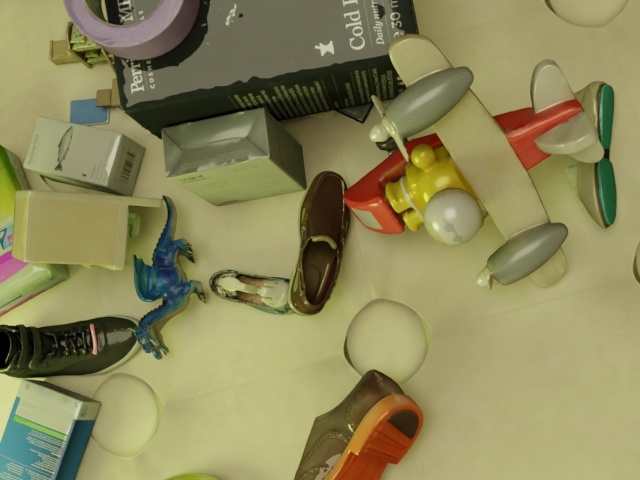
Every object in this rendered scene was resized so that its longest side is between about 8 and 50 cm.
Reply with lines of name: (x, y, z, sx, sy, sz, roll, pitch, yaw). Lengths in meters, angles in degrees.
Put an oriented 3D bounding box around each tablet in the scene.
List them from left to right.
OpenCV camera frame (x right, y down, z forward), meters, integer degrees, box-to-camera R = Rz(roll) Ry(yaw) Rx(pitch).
tablet: (-0.446, -0.249, 1.888, 0.083, 0.006, 0.054, -4, 79, 14)

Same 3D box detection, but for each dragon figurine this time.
dragon figurine: (-0.290, 0.062, 1.732, 0.144, 0.085, 0.289, -15, 84, -9)

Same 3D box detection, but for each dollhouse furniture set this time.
dollhouse furniture set: (-0.445, -0.325, 1.846, 0.182, 0.101, 0.161, -4, 76, 14)

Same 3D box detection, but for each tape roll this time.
tape roll: (-0.279, -0.368, 1.445, 0.189, 0.080, 0.189, 0, 86, 7)

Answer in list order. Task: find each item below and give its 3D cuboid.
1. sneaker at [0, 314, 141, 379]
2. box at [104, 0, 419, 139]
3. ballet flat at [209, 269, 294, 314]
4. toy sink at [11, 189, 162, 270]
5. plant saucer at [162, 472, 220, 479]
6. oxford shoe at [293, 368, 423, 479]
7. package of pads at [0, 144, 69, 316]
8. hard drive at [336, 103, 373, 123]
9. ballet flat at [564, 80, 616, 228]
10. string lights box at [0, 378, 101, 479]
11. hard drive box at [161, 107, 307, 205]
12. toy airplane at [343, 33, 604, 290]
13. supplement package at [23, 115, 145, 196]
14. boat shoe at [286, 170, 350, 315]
sneaker: (-0.470, 0.191, 1.744, 0.296, 0.147, 0.104, -12, 76, 11)
box: (-0.101, -0.453, 1.620, 0.472, 0.297, 0.480, -11, 85, 6)
ballet flat: (-0.110, 0.090, 1.713, 0.188, 0.070, 0.070, 7, 82, 15)
toy sink: (-0.411, -0.017, 1.721, 0.234, 0.153, 0.131, 3, 92, -27)
plant saucer: (-0.217, 0.522, 1.678, 0.241, 0.037, 0.241, -3, 80, 15)
oxford shoe: (0.022, 0.376, 1.620, 0.364, 0.130, 0.133, -51, 40, 8)
package of pads: (-0.639, -0.004, 1.846, 0.229, 0.101, 0.296, -29, 74, 7)
hard drive: (0.067, -0.289, 1.755, 0.094, 0.022, 0.135, 28, 88, 17)
ballet flat: (0.443, -0.139, 1.612, 0.086, 0.086, 0.248, 1, 79, 15)
string lights box: (-0.507, 0.393, 1.754, 0.133, 0.077, 0.260, 17, 85, 17)
hard drive box: (-0.142, -0.136, 1.673, 0.181, 0.232, 0.089, -10, 77, 12)
toy airplane: (0.242, -0.100, 1.492, 0.386, 0.384, 0.272, 19, 46, 3)
supplement package: (-0.438, -0.155, 1.818, 0.179, 0.105, 0.105, 12, 84, 16)
boat shoe: (0.008, 0.002, 1.667, 0.095, 0.095, 0.257, 10, 80, -12)
